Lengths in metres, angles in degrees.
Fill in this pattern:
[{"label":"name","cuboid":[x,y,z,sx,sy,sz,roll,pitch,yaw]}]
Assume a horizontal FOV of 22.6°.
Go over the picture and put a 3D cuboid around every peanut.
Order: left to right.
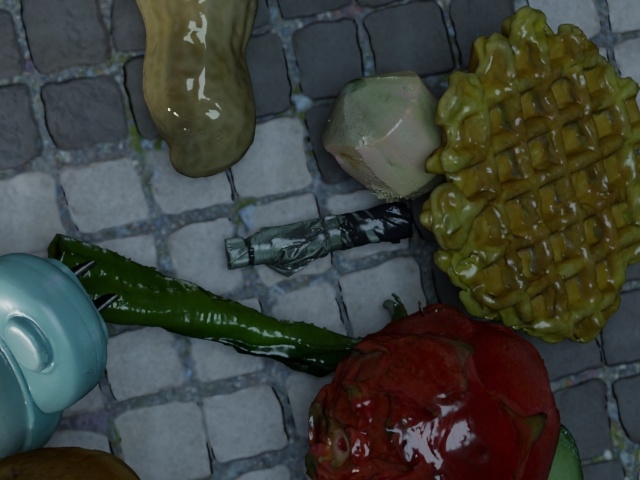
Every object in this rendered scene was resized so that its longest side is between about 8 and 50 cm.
[{"label":"peanut","cuboid":[-0.114,-0.190,1.522,0.123,0.123,0.257,-10,92,-11]}]

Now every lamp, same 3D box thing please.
[{"label":"lamp","cuboid":[-0.304,0.104,1.409,0.284,0.147,0.209,-25,104,24]}]

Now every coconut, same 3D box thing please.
[{"label":"coconut","cuboid":[0.064,-0.106,1.539,0.122,0.116,0.116,45,80,-25]}]

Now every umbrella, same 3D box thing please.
[{"label":"umbrella","cuboid":[0.000,0.000,1.568,0.188,0.046,0.050,-11,70,-10]}]

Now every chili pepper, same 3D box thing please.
[{"label":"chili pepper","cuboid":[-0.091,0.068,1.536,0.359,0.076,0.085,12,58,-17]}]

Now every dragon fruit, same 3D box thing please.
[{"label":"dragon fruit","cuboid":[0.105,0.177,1.476,0.241,0.252,0.241,-12,63,26]}]

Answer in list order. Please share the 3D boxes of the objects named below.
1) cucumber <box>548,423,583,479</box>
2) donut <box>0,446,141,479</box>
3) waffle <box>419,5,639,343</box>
[{"label":"cucumber","cuboid":[0.211,0.299,1.587,0.115,0.063,0.244,11,84,-39]},{"label":"donut","cuboid":[-0.229,0.327,1.307,0.150,0.299,0.317,-2,71,-51]},{"label":"waffle","cuboid":[0.215,-0.054,1.551,0.325,0.068,0.302,30,75,-34]}]
